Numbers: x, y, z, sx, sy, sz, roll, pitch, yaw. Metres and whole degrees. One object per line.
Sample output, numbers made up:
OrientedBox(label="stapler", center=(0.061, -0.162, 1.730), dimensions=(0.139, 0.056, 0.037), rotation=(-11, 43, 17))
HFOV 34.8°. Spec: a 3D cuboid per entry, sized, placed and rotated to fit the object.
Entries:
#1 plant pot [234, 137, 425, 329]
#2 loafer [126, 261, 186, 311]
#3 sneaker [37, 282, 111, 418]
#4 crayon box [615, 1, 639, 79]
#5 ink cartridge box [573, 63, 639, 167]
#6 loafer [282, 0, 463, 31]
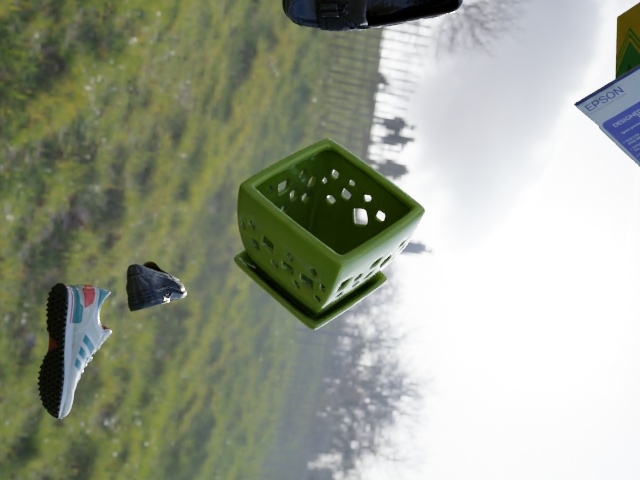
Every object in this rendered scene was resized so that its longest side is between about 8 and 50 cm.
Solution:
OrientedBox(label="plant pot", center=(0.000, 0.000, 1.680), dimensions=(0.227, 0.228, 0.207), rotation=(-32, 152, -40))
OrientedBox(label="loafer", center=(-0.227, 0.058, 1.416), dimensions=(0.170, 0.062, 0.061), rotation=(-8, 85, -87))
OrientedBox(label="sneaker", center=(-0.275, 0.126, 1.172), dimensions=(0.057, 0.075, 0.161), rotation=(17, -77, 46))
OrientedBox(label="crayon box", center=(0.676, -0.332, 2.000), dimensions=(0.081, 0.202, 0.318), rotation=(-33, -142, 51))
OrientedBox(label="ink cartridge box", center=(0.634, -0.227, 1.687), dimensions=(0.304, 0.307, 0.072), rotation=(-31, -148, 38))
OrientedBox(label="loafer", center=(0.090, -0.403, 1.695), dimensions=(0.095, 0.303, 0.109), rotation=(-105, -172, -54))
